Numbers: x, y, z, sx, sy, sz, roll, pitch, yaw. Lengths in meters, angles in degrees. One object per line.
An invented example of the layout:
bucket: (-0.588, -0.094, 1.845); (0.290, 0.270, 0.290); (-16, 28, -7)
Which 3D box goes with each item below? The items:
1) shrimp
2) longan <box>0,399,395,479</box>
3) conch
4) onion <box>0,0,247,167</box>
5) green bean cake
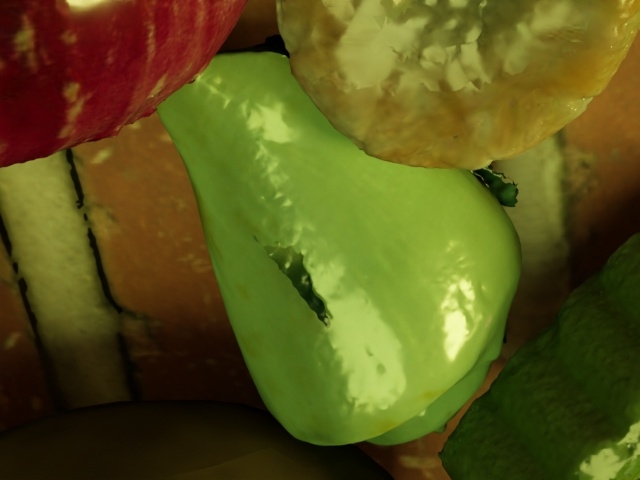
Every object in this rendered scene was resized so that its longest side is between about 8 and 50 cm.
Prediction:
shrimp: (0.084, -0.167, 0.711); (0.168, 0.077, 0.317); (17, 118, -9)
longan: (-0.120, 0.262, 0.921); (0.404, 0.404, 0.336); (-43, 80, 31)
conch: (0.018, -0.003, 0.850); (0.143, 0.137, 0.251); (2, 114, 35)
onion: (-0.153, -0.126, 0.673); (0.256, 0.230, 0.272); (-21, 118, 18)
green bean cake: (0.212, 0.113, 0.884); (0.222, 0.125, 0.248); (-47, 129, 6)
